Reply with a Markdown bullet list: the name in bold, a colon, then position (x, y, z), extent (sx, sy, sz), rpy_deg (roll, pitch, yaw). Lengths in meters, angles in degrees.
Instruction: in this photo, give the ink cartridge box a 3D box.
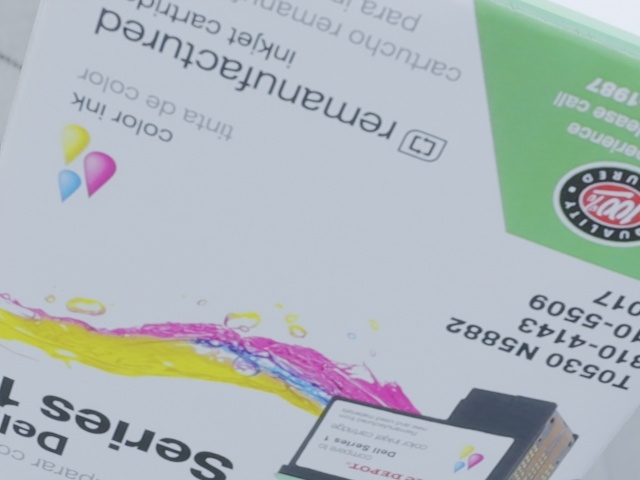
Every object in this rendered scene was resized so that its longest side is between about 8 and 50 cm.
- **ink cartridge box**: position (0.000, 0.000, 0.491), extent (0.201, 0.278, 0.117), rpy_deg (20, 42, -7)
